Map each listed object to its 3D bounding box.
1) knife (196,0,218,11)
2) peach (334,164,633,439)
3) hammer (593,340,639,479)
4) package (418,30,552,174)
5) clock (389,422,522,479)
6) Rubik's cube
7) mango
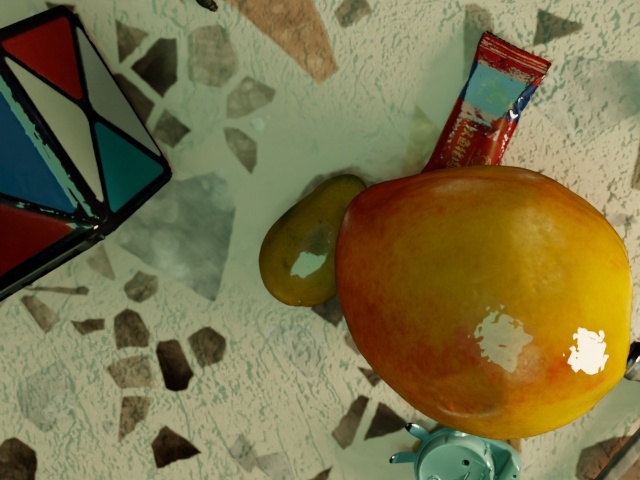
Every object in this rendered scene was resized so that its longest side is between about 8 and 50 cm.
[{"bbox_3d":[-0.119,-0.365,1.494,0.046,0.021,0.222,15,112,9],"label":"knife"},{"bbox_3d":[0.163,0.063,1.420,0.308,0.289,0.288,13,109,-5],"label":"peach"},{"bbox_3d":[0.300,0.311,1.589,0.152,0.044,0.427,37,111,-1],"label":"hammer"},{"bbox_3d":[0.177,-0.127,1.498,0.083,0.022,0.200,26,111,4],"label":"package"},{"bbox_3d":[0.157,0.270,1.604,0.147,0.045,0.108,27,108,4],"label":"clock"},{"bbox_3d":[-0.351,-0.086,1.507,0.246,0.250,0.248,-28,100,19],"label":"Rubik's cube"},{"bbox_3d":[0.002,0.005,1.539,0.163,0.089,0.111,-37,94,11],"label":"mango"}]
